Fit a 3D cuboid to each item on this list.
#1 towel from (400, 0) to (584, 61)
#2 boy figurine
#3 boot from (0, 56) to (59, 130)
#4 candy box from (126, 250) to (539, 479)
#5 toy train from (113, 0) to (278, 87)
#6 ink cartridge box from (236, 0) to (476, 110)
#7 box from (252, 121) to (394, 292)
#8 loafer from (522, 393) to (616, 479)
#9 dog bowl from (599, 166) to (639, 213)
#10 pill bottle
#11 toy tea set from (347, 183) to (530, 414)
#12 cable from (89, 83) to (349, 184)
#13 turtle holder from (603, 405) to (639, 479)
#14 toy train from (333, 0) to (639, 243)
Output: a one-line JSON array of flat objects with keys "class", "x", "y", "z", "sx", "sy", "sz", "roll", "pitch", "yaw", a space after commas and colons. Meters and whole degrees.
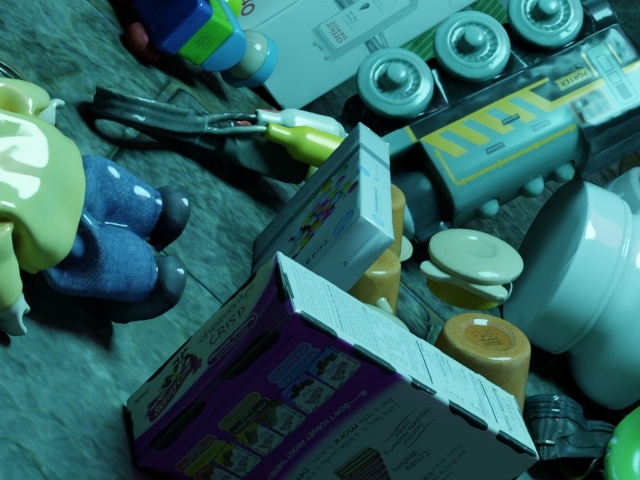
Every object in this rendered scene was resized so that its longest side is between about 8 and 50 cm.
[{"class": "towel", "x": 0.157, "y": -0.262, "z": 2.180, "sx": 0.248, "sy": 0.325, "sz": 0.038, "roll": 46, "pitch": 48, "yaw": 7}, {"class": "boy figurine", "x": -0.210, "y": -0.026, "z": 1.271, "sx": 0.285, "sy": 0.092, "sz": 0.177, "roll": 23, "pitch": 58, "yaw": -42}, {"class": "boot", "x": -0.272, "y": -0.087, "z": 1.348, "sx": 0.219, "sy": 0.082, "sz": 0.106, "roll": 34, "pitch": 44, "yaw": -39}, {"class": "candy box", "x": 0.009, "y": 0.127, "z": 1.308, "sx": 0.233, "sy": 0.159, "sz": 0.071, "roll": 33, "pitch": 23, "yaw": -31}, {"class": "toy train", "x": -0.134, "y": -0.254, "z": 1.879, "sx": 0.143, "sy": 0.105, "sz": 0.248, "roll": 30, "pitch": 24, "yaw": -44}, {"class": "ink cartridge box", "x": 0.038, "y": -0.285, "z": 1.995, "sx": 0.117, "sy": 0.283, "sz": 0.207, "roll": 52, "pitch": 13, "yaw": -33}, {"class": "box", "x": 0.000, "y": 0.000, "z": 1.567, "sx": 0.038, "sy": 0.145, "sz": 0.186, "roll": 36, "pitch": 22, "yaw": -16}, {"class": "loafer", "x": 0.234, "y": 0.194, "z": 1.792, "sx": 0.170, "sy": 0.062, "sz": 0.061, "roll": 30, "pitch": 59, "yaw": -48}, {"class": "dog bowl", "x": 0.472, "y": 0.048, "z": 2.470, "sx": 0.349, "sy": 0.102, "sz": 0.349, "roll": 39, "pitch": 20, "yaw": -17}, {"class": "pill bottle", "x": 0.404, "y": 0.098, "z": 1.990, "sx": 0.407, "sy": 0.229, "sz": 0.229, "roll": 25, "pitch": 24, "yaw": -13}, {"class": "toy tea set", "x": 0.076, "y": 0.074, "z": 1.676, "sx": 0.200, "sy": 0.124, "sz": 0.336, "roll": 12, "pitch": 28, "yaw": -3}, {"class": "cable", "x": -0.089, "y": -0.111, "z": 1.706, "sx": 0.287, "sy": 0.072, "sz": 0.139, "roll": 20, "pitch": 7, "yaw": -40}, {"class": "turtle holder", "x": 0.414, "y": 0.167, "z": 1.726, "sx": 0.320, "sy": 0.243, "sz": 0.227, "roll": -5, "pitch": 48, "yaw": -23}, {"class": "toy train", "x": 0.173, "y": -0.124, "z": 1.912, "sx": 0.190, "sy": 0.334, "sz": 0.142, "roll": 59, "pitch": -16, "yaw": 19}]
